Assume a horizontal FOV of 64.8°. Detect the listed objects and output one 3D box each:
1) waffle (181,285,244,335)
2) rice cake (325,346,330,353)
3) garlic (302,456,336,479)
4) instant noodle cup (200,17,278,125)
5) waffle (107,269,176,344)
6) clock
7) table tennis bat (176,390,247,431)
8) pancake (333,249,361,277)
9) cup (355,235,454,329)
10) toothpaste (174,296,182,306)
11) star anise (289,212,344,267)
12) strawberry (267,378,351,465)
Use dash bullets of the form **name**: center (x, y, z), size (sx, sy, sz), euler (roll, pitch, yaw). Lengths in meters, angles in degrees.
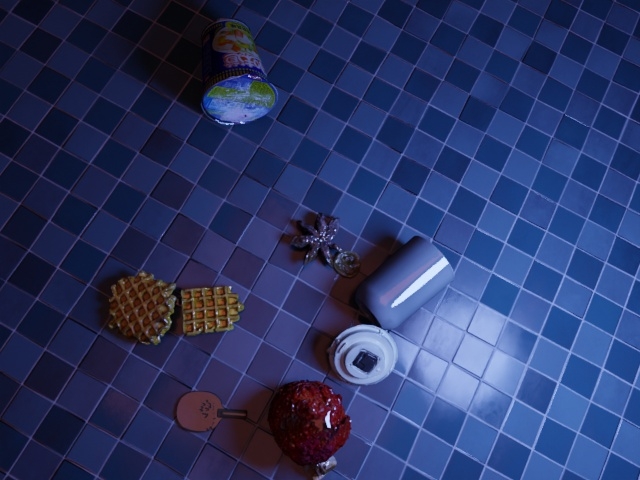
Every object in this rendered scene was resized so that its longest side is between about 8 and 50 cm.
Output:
- **waffle**: center (-0.369, 0.241, 1.741), size (0.210, 0.055, 0.161), euler (-4, 77, -10)
- **rice cake**: center (0.068, 0.416, 1.752), size (0.121, 0.021, 0.022), euler (41, 89, 7)
- **garlic**: center (-0.004, 0.729, 1.644), size (0.113, 0.094, 0.074), euler (-19, 38, -3)
- **instant noodle cup**: center (-0.323, -0.636, 1.865), size (0.283, 0.284, 0.313), euler (-11, 70, -7)
- **waffle**: center (-0.609, 0.225, 1.717), size (0.237, 0.059, 0.244), euler (8, 82, 11)
- **clock**: center (0.145, 0.396, 1.691), size (0.236, 0.053, 0.237), euler (0, 107, -1)
- **table tennis bat**: center (-0.364, 0.574, 1.683), size (0.234, 0.022, 0.131), euler (6, 75, -1)
- **pancake**: center (0.097, 0.085, 1.836), size (0.107, 0.017, 0.108), euler (2, 73, -7)
- **cup**: center (0.281, 0.153, 1.737), size (0.312, 0.205, 0.205), euler (-38, 82, -11)
- **toothpaste**: center (-0.542, 0.210, 1.756), size (0.139, 0.021, 0.037), euler (5, 74, -6)
- **star anise**: center (-0.016, -0.004, 1.820), size (0.196, 0.073, 0.213), euler (-4, 74, -8)
- **strawberry**: center (-0.026, 0.566, 1.598), size (0.273, 0.220, 0.274), euler (8, 55, -11)
